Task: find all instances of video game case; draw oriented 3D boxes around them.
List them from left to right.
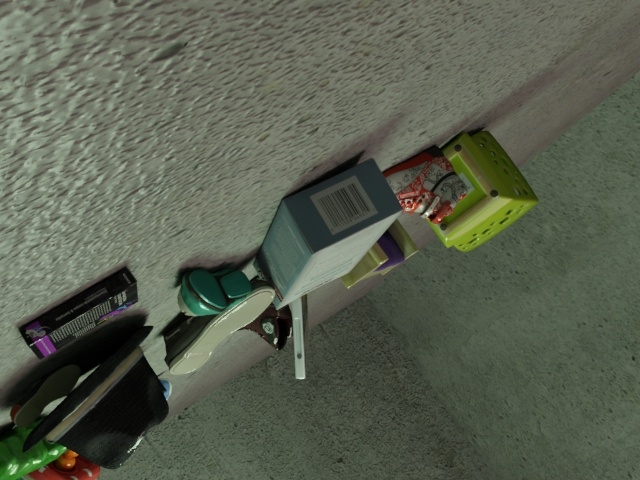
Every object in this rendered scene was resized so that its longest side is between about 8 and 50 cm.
[{"bbox_3d":[-0.047,0.178,1.795,0.026,0.206,0.227,-1,-160,2],"label":"video game case"}]

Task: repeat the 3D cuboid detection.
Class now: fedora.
[{"bbox_3d":[-0.366,0.300,1.360,0.334,0.152,0.334,-44,-175,5],"label":"fedora"}]

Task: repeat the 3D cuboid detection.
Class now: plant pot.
[{"bbox_3d":[0.344,-0.116,1.816,0.228,0.227,0.207,-39,165,24],"label":"plant pot"}]

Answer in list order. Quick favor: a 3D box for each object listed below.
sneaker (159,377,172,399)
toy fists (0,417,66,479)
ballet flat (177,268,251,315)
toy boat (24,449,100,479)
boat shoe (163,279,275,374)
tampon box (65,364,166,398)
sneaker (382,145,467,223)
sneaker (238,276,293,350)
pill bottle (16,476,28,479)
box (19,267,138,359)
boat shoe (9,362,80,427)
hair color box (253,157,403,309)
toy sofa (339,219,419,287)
[{"bbox_3d":[-0.501,0.452,2.111,0.211,0.080,0.081,-34,174,-17],"label":"sneaker"},{"bbox_3d":[-0.606,0.426,1.545,0.142,0.096,0.279,-25,173,1],"label":"toy fists"},{"bbox_3d":[-0.201,0.100,1.353,0.087,0.083,0.247,-31,172,14],"label":"ballet flat"},{"bbox_3d":[-0.693,0.599,2.087,0.151,0.151,0.231,-68,165,9],"label":"toy boat"},{"bbox_3d":[-0.224,0.158,1.571,0.112,0.095,0.335,4,142,-48],"label":"boat shoe"},{"bbox_3d":[-0.430,0.326,1.625,0.161,0.101,0.120,-35,172,-5],"label":"tampon box"},{"bbox_3d":[0.194,-0.088,1.622,0.270,0.145,0.090,-30,170,-29],"label":"sneaker"},{"bbox_3d":[-0.158,0.207,1.813,0.106,0.162,0.281,-27,168,-42],"label":"sneaker"},{"bbox_3d":[-0.742,0.594,1.547,0.204,0.204,0.361,-36,172,3],"label":"pill bottle"},{"bbox_3d":[-0.328,0.103,1.061,0.162,0.029,0.116,-31,171,-20],"label":"box"},{"bbox_3d":[-0.472,0.260,1.312,0.137,0.049,0.043,-46,-148,-19],"label":"boat shoe"},{"bbox_3d":[0.000,0.000,1.434,0.185,0.113,0.374,-26,168,-20],"label":"hair color box"},{"bbox_3d":[0.137,-0.009,1.817,0.177,0.150,0.362,-36,171,16],"label":"toy sofa"}]
